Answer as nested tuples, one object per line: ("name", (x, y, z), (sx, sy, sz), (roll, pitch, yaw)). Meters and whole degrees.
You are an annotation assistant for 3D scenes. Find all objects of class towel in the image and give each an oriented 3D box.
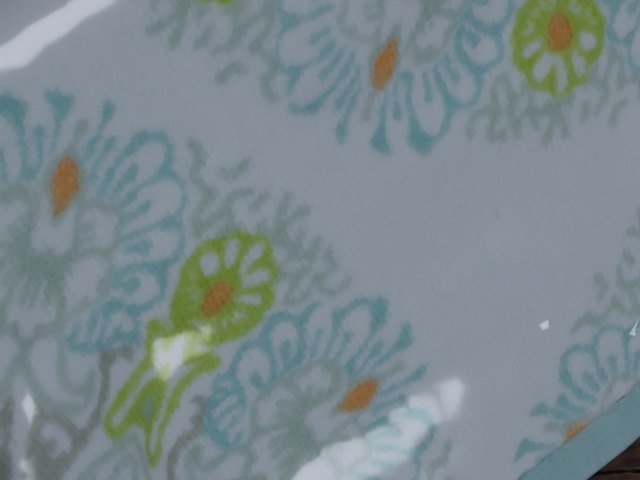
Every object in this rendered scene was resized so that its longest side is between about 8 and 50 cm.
("towel", (0.000, 0.000, 0.527), (0.374, 0.090, 0.320), (-37, 125, -17))
